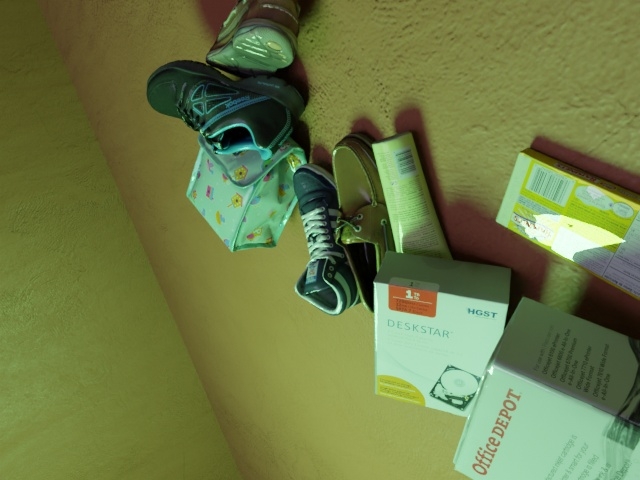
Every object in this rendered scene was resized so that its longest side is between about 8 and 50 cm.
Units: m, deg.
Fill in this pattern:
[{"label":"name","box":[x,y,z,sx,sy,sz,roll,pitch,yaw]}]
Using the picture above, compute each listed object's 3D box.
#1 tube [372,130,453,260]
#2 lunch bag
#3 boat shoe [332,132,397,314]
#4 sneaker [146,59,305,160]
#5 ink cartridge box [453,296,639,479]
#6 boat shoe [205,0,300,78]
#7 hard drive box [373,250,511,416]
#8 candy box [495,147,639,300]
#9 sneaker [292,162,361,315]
[{"label":"tube","box":[0.139,-0.043,0.726,0.070,0.062,0.240,3,115,58]},{"label":"lunch bag","box":[-0.154,-0.142,0.991,0.223,0.160,0.262,47,127,31]},{"label":"boat shoe","box":[0.081,-0.024,0.782,0.111,0.105,0.307,-11,103,57]},{"label":"sneaker","box":[-0.205,-0.243,0.883,0.341,0.139,0.125,13,160,24]},{"label":"ink cartridge box","box":[0.330,0.231,0.519,0.308,0.129,0.223,22,132,26]},{"label":"boat shoe","box":[-0.116,-0.362,0.835,0.324,0.123,0.116,18,93,59]},{"label":"hard drive box","box":[0.178,0.144,0.716,0.181,0.089,0.232,7,123,20]},{"label":"candy box","box":[0.307,-0.019,0.537,0.206,0.027,0.105,38,142,35]},{"label":"sneaker","box":[0.000,0.000,0.854,0.099,0.153,0.282,-27,93,46]}]
